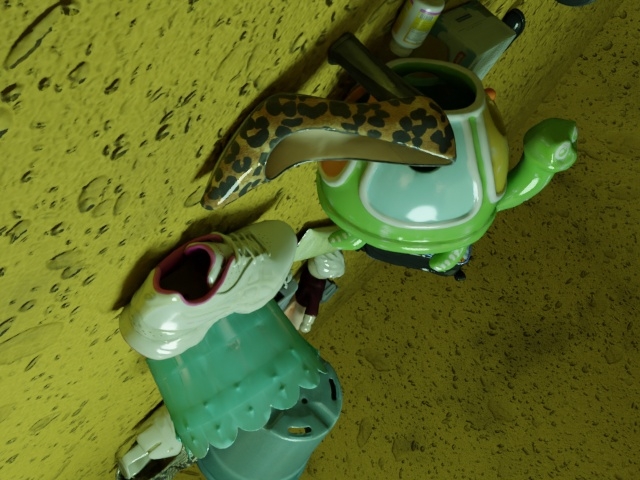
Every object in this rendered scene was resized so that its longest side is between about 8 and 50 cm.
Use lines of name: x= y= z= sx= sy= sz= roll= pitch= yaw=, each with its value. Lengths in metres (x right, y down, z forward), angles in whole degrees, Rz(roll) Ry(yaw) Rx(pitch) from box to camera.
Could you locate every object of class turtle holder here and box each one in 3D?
turtle holder: x=0.155 y=-0.103 z=0.856 sx=0.243 sy=0.320 sz=0.227 roll=-53 pitch=161 yaw=-38

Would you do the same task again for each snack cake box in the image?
snack cake box: x=0.174 y=-0.237 z=1.026 sx=0.152 sy=0.089 sz=0.264 roll=-38 pitch=168 yaw=-45

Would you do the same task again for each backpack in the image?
backpack: x=0.236 y=-0.077 z=1.458 sx=0.213 sy=0.277 sz=0.263 roll=117 pitch=-13 yaw=-64

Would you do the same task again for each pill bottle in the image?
pill bottle: x=0.115 y=-0.267 z=0.790 sx=0.043 sy=0.043 sz=0.083 roll=-38 pitch=168 yaw=-37

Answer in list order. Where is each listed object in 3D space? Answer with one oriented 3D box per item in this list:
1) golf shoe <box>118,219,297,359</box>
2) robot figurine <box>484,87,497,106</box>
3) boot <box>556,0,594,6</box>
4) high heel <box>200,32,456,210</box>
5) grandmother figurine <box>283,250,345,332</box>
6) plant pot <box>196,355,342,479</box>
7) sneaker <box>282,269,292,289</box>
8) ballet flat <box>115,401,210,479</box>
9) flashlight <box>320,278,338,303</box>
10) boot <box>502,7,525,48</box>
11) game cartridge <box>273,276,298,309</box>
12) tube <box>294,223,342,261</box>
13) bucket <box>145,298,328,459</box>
golf shoe: x=-0.125 y=0.039 z=0.867 sx=0.306 sy=0.115 sz=0.140 roll=-38 pitch=164 yaw=-43
robot figurine: x=0.296 y=-0.247 z=1.360 sx=0.219 sy=0.128 sz=0.158 roll=-37 pitch=132 yaw=-41
boot: x=0.265 y=-0.360 z=0.720 sx=0.445 sy=0.146 sz=0.367 roll=-42 pitch=162 yaw=-32
high heel: x=0.011 y=-0.082 z=0.696 sx=0.261 sy=0.186 sz=0.093 roll=-45 pitch=170 yaw=-5
grandmother figurine: x=-0.038 y=0.138 z=1.599 sx=0.104 sy=0.207 sz=0.342 roll=12 pitch=128 yaw=-23
plant pot: x=-0.122 y=0.439 z=1.625 sx=0.341 sy=0.341 sz=0.334 roll=-37 pitch=168 yaw=-41
sneaker: x=-0.084 y=0.076 z=1.410 sx=0.043 sy=0.040 sz=0.109 roll=-60 pitch=176 yaw=-9
ballet flat: x=-0.393 y=0.505 z=1.588 sx=0.182 sy=0.164 sz=0.482 roll=-6 pitch=146 yaw=-42
flashlight: x=-0.077 y=0.216 z=1.796 sx=0.304 sy=0.103 sz=0.103 roll=-45 pitch=168 yaw=3
boot: x=0.334 y=-0.379 z=1.240 sx=0.099 sy=0.045 sz=0.121 roll=-38 pitch=169 yaw=-19
game cartridge: x=-0.184 y=0.210 z=1.478 sx=0.297 sy=0.062 sz=0.198 roll=-36 pitch=163 yaw=-42
tube: x=0.000 y=0.000 z=1.384 sx=0.062 sy=0.070 sz=0.240 roll=-1 pitch=-174 yaw=24
bucket: x=-0.150 y=0.219 z=1.108 sx=0.281 sy=0.183 sz=0.281 roll=-30 pitch=178 yaw=-1
